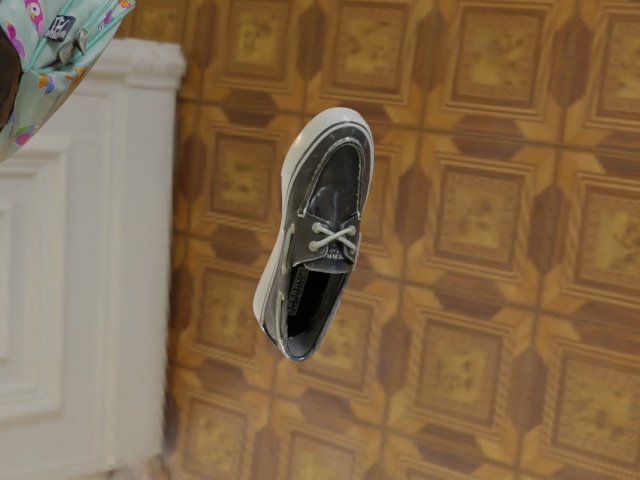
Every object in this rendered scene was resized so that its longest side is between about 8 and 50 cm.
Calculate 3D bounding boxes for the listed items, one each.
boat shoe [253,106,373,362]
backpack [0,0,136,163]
[{"bbox_3d":[0.000,0.000,1.421,0.102,0.108,0.301,55,131,53],"label":"boat shoe"},{"bbox_3d":[-0.163,-0.093,0.551,0.152,0.182,0.115,-22,116,27],"label":"backpack"}]
